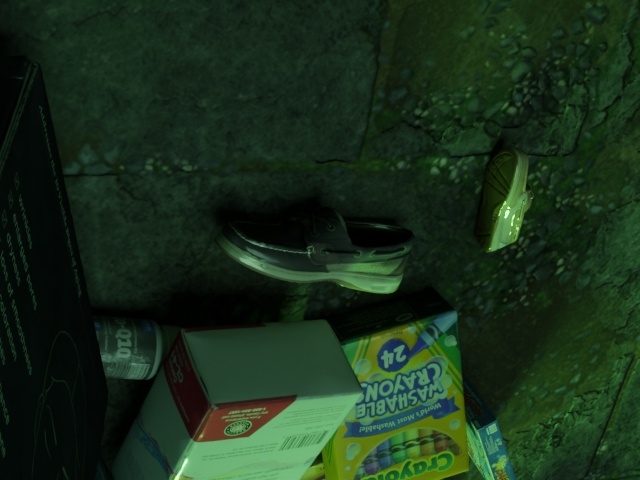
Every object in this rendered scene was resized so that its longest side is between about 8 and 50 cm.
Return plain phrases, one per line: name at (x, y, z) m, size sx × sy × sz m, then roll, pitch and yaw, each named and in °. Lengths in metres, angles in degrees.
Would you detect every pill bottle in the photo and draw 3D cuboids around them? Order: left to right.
pill bottle at (-0.245, 0.136, 1.453) m, size 0.137 × 0.078 × 0.078 m, roll 6°, pitch 121°, yaw -28°

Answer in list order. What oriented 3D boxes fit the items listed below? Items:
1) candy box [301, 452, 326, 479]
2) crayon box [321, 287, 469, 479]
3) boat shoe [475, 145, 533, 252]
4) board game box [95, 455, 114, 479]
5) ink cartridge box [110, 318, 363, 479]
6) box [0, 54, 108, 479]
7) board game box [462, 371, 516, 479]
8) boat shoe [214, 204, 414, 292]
candy box at (-0.041, 0.370, 1.734) m, size 0.186 × 0.053 × 0.109 m, roll -20°, pitch 128°, yaw -12°
crayon box at (0.101, 0.249, 1.647) m, size 0.203 × 0.083 × 0.323 m, roll -15°, pitch 117°, yaw -14°
boat shoe at (0.255, -0.059, 1.553) m, size 0.059 × 0.063 × 0.170 m, roll -10°, pitch 137°, yaw -21°
board game box at (-0.291, 0.402, 1.511) m, size 0.079 × 0.254 × 0.336 m, roll -22°, pitch 130°, yaw -7°
ink cartridge box at (-0.117, 0.248, 1.500) m, size 0.226 × 0.131 × 0.306 m, roll -1°, pitch 139°, yaw -35°
box at (-0.399, 0.148, 1.096) m, size 0.297 × 0.472 × 0.480 m, roll -2°, pitch 126°, yaw 1°
board game box at (0.243, 0.297, 1.754) m, size 0.035 × 0.136 × 0.201 m, roll -27°, pitch 130°, yaw -5°
boat shoe at (0.000, 0.000, 1.456) m, size 0.285 × 0.103 × 0.092 m, roll 11°, pitch 113°, yaw -35°
